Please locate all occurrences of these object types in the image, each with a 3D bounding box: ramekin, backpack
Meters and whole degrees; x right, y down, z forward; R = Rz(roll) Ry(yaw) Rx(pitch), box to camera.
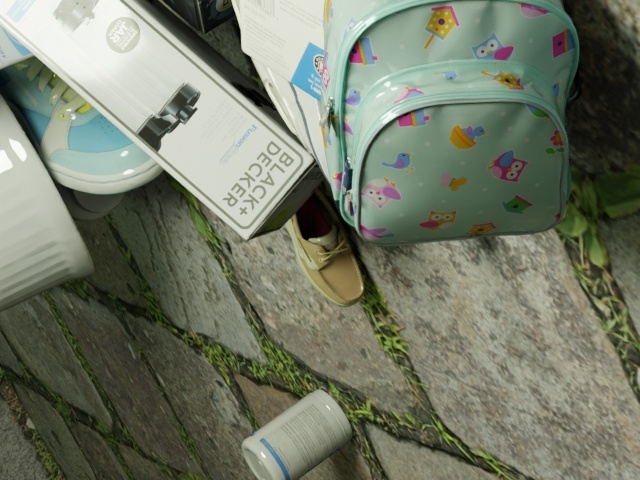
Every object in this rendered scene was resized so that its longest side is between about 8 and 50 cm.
[{"bbox_3d":[-0.379,-0.051,1.853,0.277,0.135,0.277,56,167,19],"label":"ramekin"},{"bbox_3d":[0.080,-0.093,1.023,0.144,0.165,0.188,-94,0,-52],"label":"backpack"}]

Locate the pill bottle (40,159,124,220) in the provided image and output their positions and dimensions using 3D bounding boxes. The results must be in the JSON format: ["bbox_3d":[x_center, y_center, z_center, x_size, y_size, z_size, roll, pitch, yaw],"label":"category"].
[{"bbox_3d":[-0.292,-0.067,2.002,0.087,0.087,0.160,62,158,-14],"label":"pill bottle"}]

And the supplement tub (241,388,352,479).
[{"bbox_3d":[-0.026,0.219,1.806,0.071,0.107,0.071,47,157,26],"label":"supplement tub"}]

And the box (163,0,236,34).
[{"bbox_3d":[-0.128,-0.281,1.343,0.180,0.077,0.147,43,156,32],"label":"box"}]

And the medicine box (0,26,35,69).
[{"bbox_3d":[-0.358,-0.293,1.587,0.289,0.149,0.264,-15,110,39],"label":"medicine box"}]

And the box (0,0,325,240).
[{"bbox_3d":[-0.126,-0.128,1.369,0.290,0.087,0.169,41,-172,2],"label":"box"}]

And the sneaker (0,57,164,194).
[{"bbox_3d":[-0.287,-0.189,1.765,0.319,0.127,0.208,36,152,41],"label":"sneaker"}]

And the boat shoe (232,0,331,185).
[{"bbox_3d":[0.006,-0.115,1.272,0.268,0.096,0.088,57,163,2],"label":"boat shoe"}]

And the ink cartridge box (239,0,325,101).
[{"bbox_3d":[0.008,-0.214,1.107,0.134,0.078,0.231,37,140,40],"label":"ink cartridge box"}]

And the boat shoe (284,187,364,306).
[{"bbox_3d":[0.000,0.000,1.510,0.135,0.050,0.045,58,165,-3],"label":"boat shoe"}]
